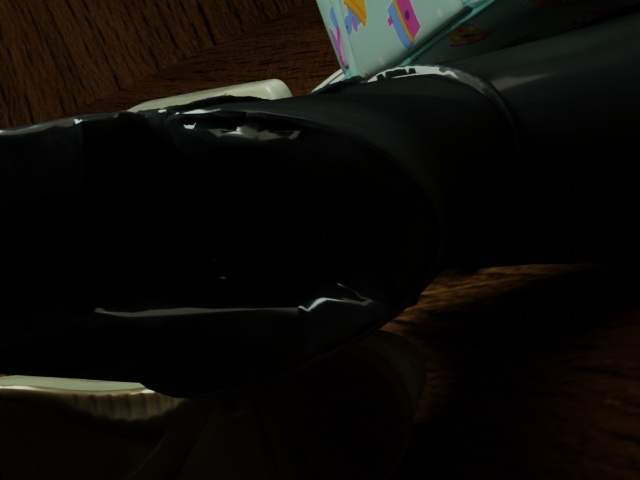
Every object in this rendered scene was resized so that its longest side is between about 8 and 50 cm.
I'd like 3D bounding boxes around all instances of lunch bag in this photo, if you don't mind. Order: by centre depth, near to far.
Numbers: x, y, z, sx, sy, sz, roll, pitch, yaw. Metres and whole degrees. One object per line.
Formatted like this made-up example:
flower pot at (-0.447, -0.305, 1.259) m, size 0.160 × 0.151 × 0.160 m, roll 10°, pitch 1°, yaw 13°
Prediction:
lunch bag at (0.139, -0.173, 1.082) m, size 0.224 × 0.108 × 0.279 m, roll -11°, pitch -7°, yaw -25°

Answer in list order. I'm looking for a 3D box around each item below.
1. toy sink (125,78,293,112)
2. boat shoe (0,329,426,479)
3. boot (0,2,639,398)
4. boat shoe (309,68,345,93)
toy sink at (-0.107, -0.021, 1.337) m, size 0.131 × 0.153 × 0.234 m, roll -30°, pitch 15°, yaw -28°
boat shoe at (-0.092, 0.103, 0.915) m, size 0.302 × 0.109 × 0.098 m, roll -13°, pitch 9°, yaw 15°
boot at (0.073, -0.039, 0.821) m, size 0.367 × 0.146 × 0.445 m, roll -16°, pitch -3°, yaw 17°
boat shoe at (0.124, -0.110, 1.346) m, size 0.340 × 0.127 × 0.158 m, roll -20°, pitch 5°, yaw 9°
